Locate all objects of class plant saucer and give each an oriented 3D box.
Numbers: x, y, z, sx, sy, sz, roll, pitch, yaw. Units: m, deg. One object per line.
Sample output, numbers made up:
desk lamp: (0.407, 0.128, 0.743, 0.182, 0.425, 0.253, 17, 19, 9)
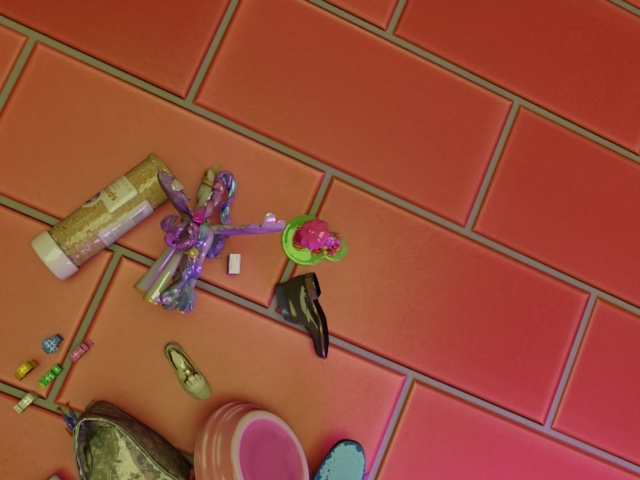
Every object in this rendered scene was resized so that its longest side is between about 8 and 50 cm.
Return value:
plant saucer: (-0.137, 0.517, 1.700, 0.084, 0.332, 0.332, -30, 92, 29)

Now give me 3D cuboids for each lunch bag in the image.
lunch bag: (-0.439, 0.488, 1.676, 0.169, 0.235, 0.287, -45, 94, -8)

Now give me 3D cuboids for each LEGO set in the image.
LEGO set: (-0.642, 0.294, 1.727, 0.087, 0.093, 0.227, 45, 79, -4)

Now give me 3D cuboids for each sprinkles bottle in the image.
sprinkles bottle: (-0.501, -0.058, 1.770, 0.355, 0.121, 0.121, -39, 93, -12)

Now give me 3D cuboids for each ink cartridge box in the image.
ink cartridge box: (-0.212, 0.058, 1.833, 0.028, 0.083, 0.048, 2, 85, -11)

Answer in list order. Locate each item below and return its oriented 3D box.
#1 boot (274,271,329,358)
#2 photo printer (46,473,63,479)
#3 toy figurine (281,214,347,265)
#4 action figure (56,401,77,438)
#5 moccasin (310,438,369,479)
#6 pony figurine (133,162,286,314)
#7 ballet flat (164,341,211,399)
boot: (-0.044, 0.194, 1.872, 0.106, 0.082, 0.219, -10, 91, 10)
photo printer: (-0.591, 0.725, 1.693, 0.256, 0.107, 0.307, -44, 95, -11)
toy figurine: (0.000, 0.000, 1.840, 0.173, 0.159, 0.130, 17, 82, -10)
action figure: (-0.578, 0.438, 1.761, 0.038, 0.030, 0.115, -31, 93, -17)
moccasin: (0.016, 0.641, 1.815, 0.138, 0.117, 0.342, 21, 86, 4)
pony figurine: (-0.283, -0.017, 1.705, 0.303, 0.351, 0.363, 28, 85, -19)
ballet flat: (-0.323, 0.319, 1.805, 0.057, 0.052, 0.168, -38, 93, -12)
